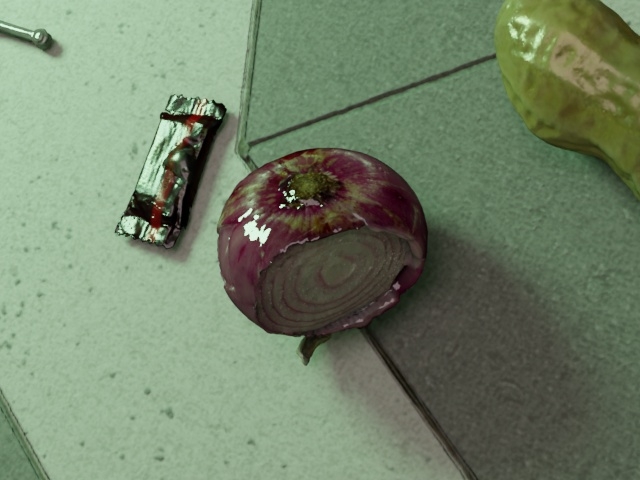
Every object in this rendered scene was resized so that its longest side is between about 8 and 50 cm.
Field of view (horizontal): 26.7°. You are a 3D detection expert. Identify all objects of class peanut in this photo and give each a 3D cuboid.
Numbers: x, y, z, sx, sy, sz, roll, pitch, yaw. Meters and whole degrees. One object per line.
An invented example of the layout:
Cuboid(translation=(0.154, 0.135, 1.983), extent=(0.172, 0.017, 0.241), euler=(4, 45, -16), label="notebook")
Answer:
Cuboid(translation=(0.295, -0.137, 1.328), extent=(0.313, 0.149, 0.149), euler=(39, 87, 21), label="peanut")

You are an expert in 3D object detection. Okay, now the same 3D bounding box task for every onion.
Cuboid(translation=(-0.004, -0.009, 1.360), extent=(0.207, 0.200, 0.201), euler=(-35, 64, 18), label="onion")

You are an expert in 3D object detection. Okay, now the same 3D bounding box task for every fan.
Cuboid(translation=(-0.445, -0.286, 1.676), extent=(0.282, 0.023, 0.057), euler=(17, 69, 22), label="fan")

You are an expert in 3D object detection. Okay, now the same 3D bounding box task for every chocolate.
Cuboid(translation=(-0.168, -0.081, 1.513), extent=(0.086, 0.028, 0.182), euler=(16, 79, 25), label="chocolate")
